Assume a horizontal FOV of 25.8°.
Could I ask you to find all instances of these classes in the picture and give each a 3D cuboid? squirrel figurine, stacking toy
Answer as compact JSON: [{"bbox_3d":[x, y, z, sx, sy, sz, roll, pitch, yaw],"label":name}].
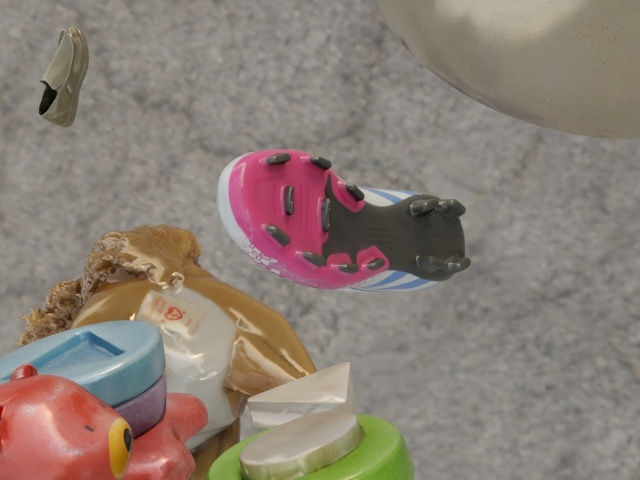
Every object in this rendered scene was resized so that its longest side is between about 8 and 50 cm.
[{"bbox_3d":[-0.219,0.198,1.744,0.370,0.281,0.397,106,147,-40],"label":"squirrel figurine"},{"bbox_3d":[-0.098,0.104,0.906,0.309,0.280,0.130,-121,18,-76],"label":"stacking toy"}]

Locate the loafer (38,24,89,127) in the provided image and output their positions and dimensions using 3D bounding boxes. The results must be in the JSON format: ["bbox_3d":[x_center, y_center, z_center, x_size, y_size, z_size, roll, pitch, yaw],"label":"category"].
[{"bbox_3d":[-0.364,-0.231,1.966,0.056,0.050,0.148,27,112,47],"label":"loafer"}]

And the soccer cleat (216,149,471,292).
[{"bbox_3d":[0.000,0.000,1.257,0.143,0.331,0.116,-14,74,38],"label":"soccer cleat"}]

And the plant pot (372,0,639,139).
[{"bbox_3d":[0.149,-0.217,0.643,0.284,0.191,0.284,-3,61,5],"label":"plant pot"}]
